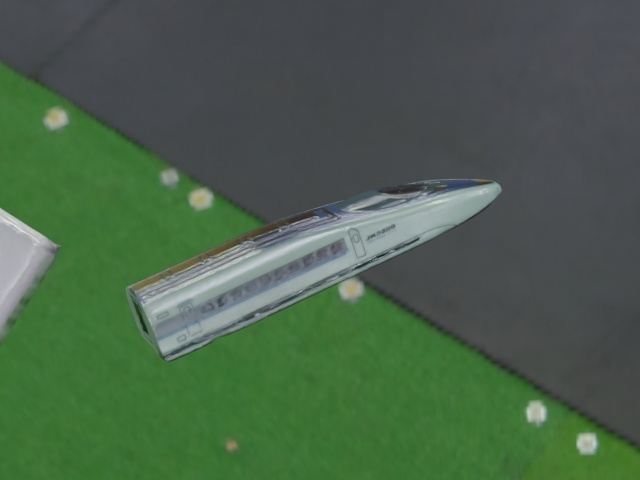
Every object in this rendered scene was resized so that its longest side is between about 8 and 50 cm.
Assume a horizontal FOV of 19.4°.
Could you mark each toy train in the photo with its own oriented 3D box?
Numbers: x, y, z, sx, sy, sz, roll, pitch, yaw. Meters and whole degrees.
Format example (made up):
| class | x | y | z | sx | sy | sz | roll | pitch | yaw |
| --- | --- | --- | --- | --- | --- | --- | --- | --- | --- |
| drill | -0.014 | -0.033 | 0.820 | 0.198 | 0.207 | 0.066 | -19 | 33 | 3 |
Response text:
| class | x | y | z | sx | sy | sz | roll | pitch | yaw |
| --- | --- | --- | --- | --- | --- | --- | --- | --- | --- |
| toy train | 0.000 | 0.001 | 1.184 | 0.252 | 0.048 | 0.055 | -25 | 19 | -16 |

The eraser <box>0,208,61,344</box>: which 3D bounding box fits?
| class | x | y | z | sx | sy | sz | roll | pitch | yaw |
| --- | --- | --- | --- | --- | --- | --- | --- | --- | --- |
| eraser | -0.196 | 0.056 | 0.637 | 0.124 | 0.068 | 0.210 | 33 | 85 | -4 |
